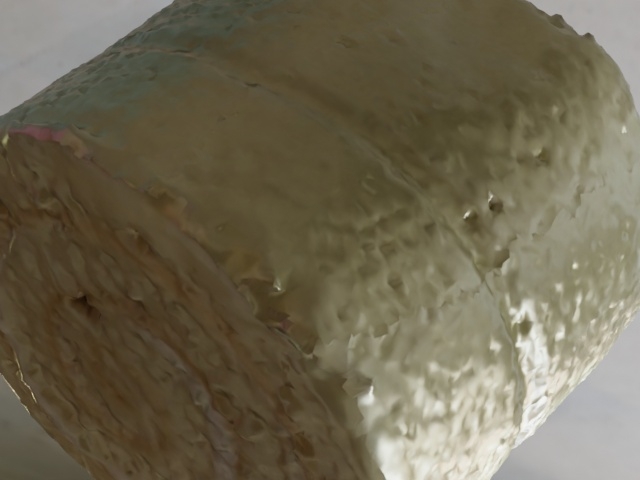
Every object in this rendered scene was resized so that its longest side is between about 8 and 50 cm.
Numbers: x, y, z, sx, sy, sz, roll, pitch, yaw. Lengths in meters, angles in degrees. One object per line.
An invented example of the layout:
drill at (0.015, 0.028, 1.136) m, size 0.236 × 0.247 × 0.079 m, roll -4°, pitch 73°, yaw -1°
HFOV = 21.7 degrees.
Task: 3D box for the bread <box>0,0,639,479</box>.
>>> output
bread at (0.000, 0.000, 0.433) m, size 0.148 × 0.141 × 0.134 m, roll 44°, pitch 143°, yaw 8°
